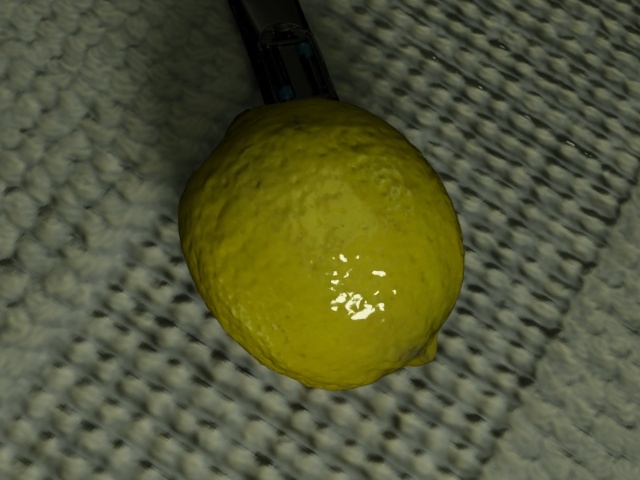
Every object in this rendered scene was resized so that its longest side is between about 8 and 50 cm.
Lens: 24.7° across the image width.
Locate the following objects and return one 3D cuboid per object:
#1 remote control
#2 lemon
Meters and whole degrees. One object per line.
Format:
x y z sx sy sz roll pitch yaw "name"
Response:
-0.040 -0.178 1.118 0.059 0.028 0.212 -13 68 -19 "remote control"
0.001 0.003 0.957 0.181 0.180 0.193 -27 105 -25 "lemon"
